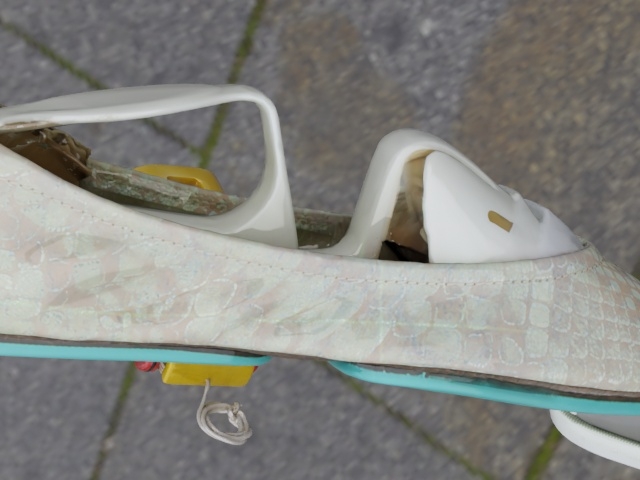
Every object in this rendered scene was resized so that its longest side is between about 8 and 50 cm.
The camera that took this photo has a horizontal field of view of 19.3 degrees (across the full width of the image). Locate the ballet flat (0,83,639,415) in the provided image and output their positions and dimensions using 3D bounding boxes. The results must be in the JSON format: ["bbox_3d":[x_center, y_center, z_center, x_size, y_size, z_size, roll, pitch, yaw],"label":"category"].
[{"bbox_3d":[0.000,0.000,0.350,0.057,0.168,0.052,-141,59,-70],"label":"ballet flat"}]

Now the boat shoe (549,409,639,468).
[{"bbox_3d":[0.276,0.095,1.090,0.305,0.109,0.091,12,132,24],"label":"boat shoe"}]

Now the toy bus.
[{"bbox_3d":[-0.097,0.029,1.447,0.202,0.191,0.104,30,123,6],"label":"toy bus"}]
